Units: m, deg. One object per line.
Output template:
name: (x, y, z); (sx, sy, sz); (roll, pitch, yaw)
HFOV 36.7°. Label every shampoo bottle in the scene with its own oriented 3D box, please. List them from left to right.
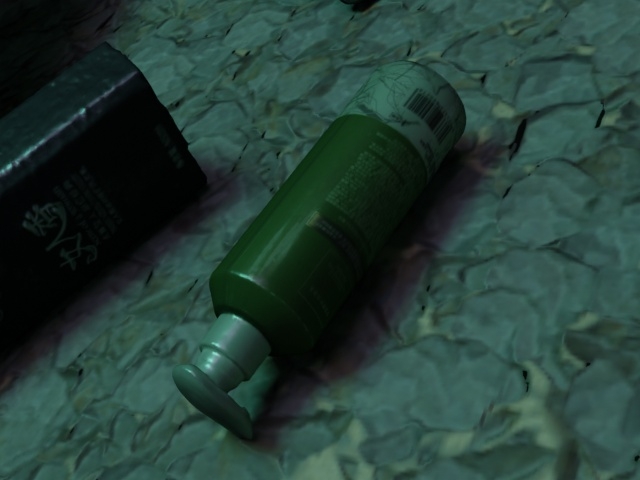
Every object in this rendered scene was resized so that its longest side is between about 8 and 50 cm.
shampoo bottle: (-0.209, 0.023, 0.534); (0.309, 0.098, 0.071); (-40, 52, -13)
shampoo bottle: (0.000, 0.000, 0.475); (0.065, 0.065, 0.204); (14, 56, 37)

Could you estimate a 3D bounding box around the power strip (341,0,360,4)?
power strip: (0.053, -0.285, 0.613); (0.198, 0.213, 0.064); (-33, 18, -3)
